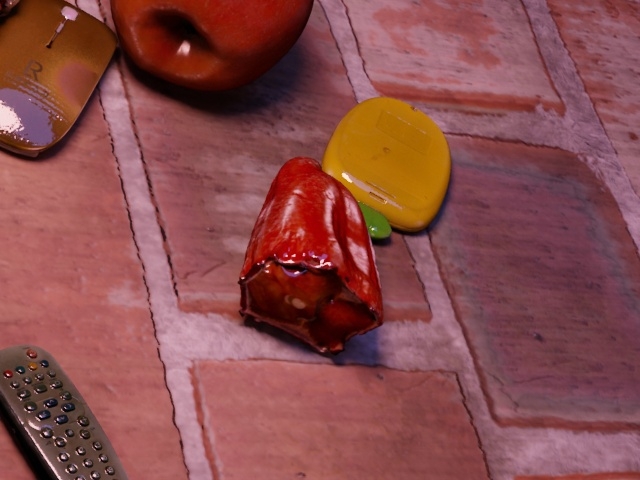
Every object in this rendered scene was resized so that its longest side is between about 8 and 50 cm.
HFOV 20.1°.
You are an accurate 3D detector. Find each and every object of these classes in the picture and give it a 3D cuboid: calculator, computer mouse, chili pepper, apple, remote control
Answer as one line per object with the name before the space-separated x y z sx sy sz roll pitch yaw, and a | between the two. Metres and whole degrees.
calculator | 0.076 -0.082 2.038 0.146 0.032 0.235 28 40 -5
computer mouse | -0.293 -0.185 1.892 0.126 0.056 0.245 28 41 -6
chili pepper | 0.000 0.000 1.867 0.144 0.136 0.252 2 36 5
apple | -0.118 -0.272 1.959 0.218 0.218 0.201 27 47 -7
remote control | -0.226 0.183 1.599 0.072 0.042 0.222 -15 59 -40

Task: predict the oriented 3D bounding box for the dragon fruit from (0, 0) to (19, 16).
dragon fruit | -0.376 -0.272 1.848 0.224 0.218 0.148 30 -9 42
